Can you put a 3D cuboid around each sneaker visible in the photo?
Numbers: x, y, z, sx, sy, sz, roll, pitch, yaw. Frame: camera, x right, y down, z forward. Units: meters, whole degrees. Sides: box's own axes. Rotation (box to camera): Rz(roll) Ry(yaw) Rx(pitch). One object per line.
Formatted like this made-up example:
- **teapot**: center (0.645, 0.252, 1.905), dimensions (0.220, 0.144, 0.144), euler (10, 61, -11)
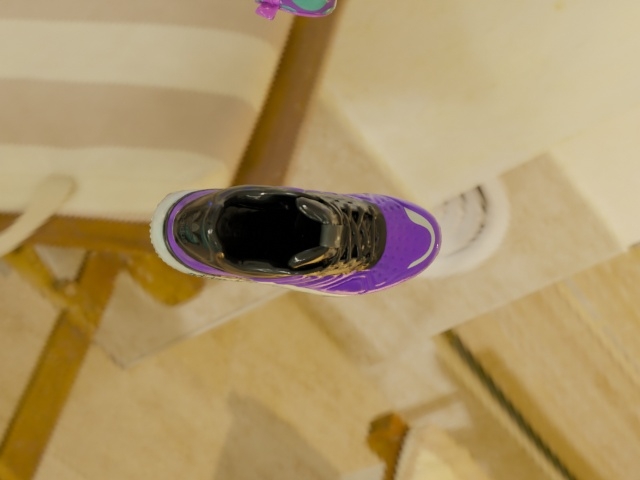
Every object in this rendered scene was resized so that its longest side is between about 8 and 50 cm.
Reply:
- **sneaker**: center (0.000, 0.001, 1.379), dimensions (0.293, 0.146, 0.102), euler (1, 86, -24)

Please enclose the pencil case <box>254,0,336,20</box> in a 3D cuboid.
- **pencil case**: center (-0.010, -0.237, 1.048), dimensions (0.070, 0.064, 0.152), euler (-33, 138, -52)
